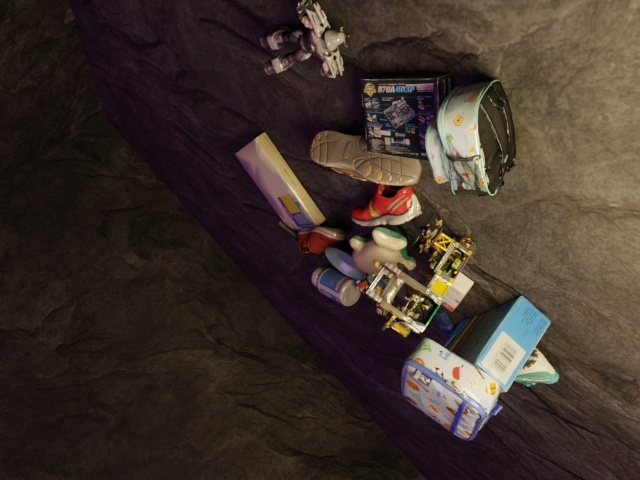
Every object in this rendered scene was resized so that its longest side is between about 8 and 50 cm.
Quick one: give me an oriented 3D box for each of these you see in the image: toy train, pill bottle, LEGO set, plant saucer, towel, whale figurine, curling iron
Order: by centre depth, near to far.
[{"bbox_3d":[0.231,0.087,1.132,0.192,0.331,0.255,35,180,7],"label":"LEGO set"},{"bbox_3d":[0.198,0.017,1.318,0.216,0.141,0.272,22,157,9],"label":"whale figurine"},{"bbox_3d":[0.432,0.288,1.491,0.120,0.029,0.067,56,155,-17],"label":"towel"},{"bbox_3d":[0.234,0.170,1.666,0.119,0.021,0.119,39,155,22],"label":"plant saucer"},{"bbox_3d":[0.215,0.211,1.683,0.166,0.046,0.125,52,158,-2],"label":"toy train"},{"bbox_3d":[0.106,0.081,1.711,0.194,0.037,0.195,31,157,15],"label":"plant saucer"},{"bbox_3d":[-0.069,-0.002,1.834,0.274,0.035,0.068,39,171,-18],"label":"curling iron"},{"bbox_3d":[0.063,0.192,1.875,0.221,0.124,0.124,23,147,46],"label":"pill bottle"}]

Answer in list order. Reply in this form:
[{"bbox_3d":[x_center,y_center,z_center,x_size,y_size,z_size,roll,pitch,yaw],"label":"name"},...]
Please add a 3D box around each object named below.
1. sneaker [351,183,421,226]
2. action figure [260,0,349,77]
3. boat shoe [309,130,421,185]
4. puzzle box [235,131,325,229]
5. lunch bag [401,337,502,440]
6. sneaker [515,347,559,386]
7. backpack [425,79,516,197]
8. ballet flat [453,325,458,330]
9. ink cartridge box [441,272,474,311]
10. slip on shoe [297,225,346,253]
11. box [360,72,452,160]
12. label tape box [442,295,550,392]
[{"bbox_3d":[0.185,-0.110,1.253,0.279,0.107,0.119,-3,107,58],"label":"sneaker"},{"bbox_3d":[-0.035,-0.480,1.037,0.284,0.099,0.186,17,135,45],"label":"action figure"},{"bbox_3d":[0.127,-0.218,1.158,0.324,0.123,0.116,25,-178,28],"label":"boat shoe"},{"bbox_3d":[-0.168,-0.220,1.729,0.409,0.052,0.272,55,156,-15],"label":"puzzle box"},{"bbox_3d":[0.332,0.394,1.114,0.243,0.115,0.304,32,154,28],"label":"lunch bag"},{"bbox_3d":[0.593,0.402,1.301,0.110,0.107,0.275,39,157,-1],"label":"sneaker"},{"bbox_3d":[0.284,-0.199,0.810,0.144,0.166,0.189,15,139,38],"label":"backpack"},{"bbox_3d":[0.497,0.332,1.374,0.203,0.074,0.074,14,140,57],"label":"ballet flat"},{"bbox_3d":[0.391,0.143,1.299,0.099,0.056,0.135,39,156,20],"label":"ink cartridge box"},{"bbox_3d":[0.000,0.000,1.658,0.331,0.122,0.102,-7,77,64],"label":"slip on shoe"},{"bbox_3d":[0.188,-0.275,0.955,0.220,0.051,0.175,21,130,47],"label":"box"},{"bbox_3d":[0.456,0.312,1.217,0.106,0.240,0.334,43,157,8],"label":"label tape box"}]
